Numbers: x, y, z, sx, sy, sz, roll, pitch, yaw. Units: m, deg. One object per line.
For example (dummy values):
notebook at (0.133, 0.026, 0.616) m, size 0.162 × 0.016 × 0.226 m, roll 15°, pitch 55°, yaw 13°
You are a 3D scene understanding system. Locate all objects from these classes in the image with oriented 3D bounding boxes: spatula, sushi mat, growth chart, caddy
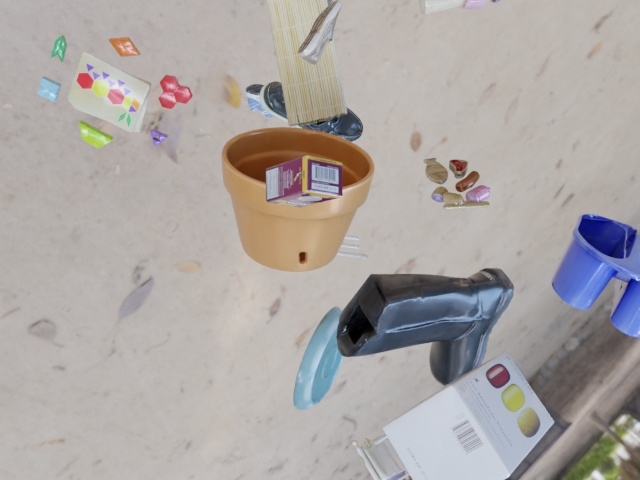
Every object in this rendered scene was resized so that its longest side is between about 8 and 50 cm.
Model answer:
spatula at (0.000, 0.000, 1.760) m, size 0.241 × 0.168 × 0.019 m, roll 6°, pitch 112°, yaw -10°
sushi mat at (-0.034, -0.428, 1.508) m, size 0.019 × 0.151 × 0.317 m, roll -16°, pitch 96°, yaw -68°
growth chart at (0.221, 0.568, 1.728) m, size 0.237 × 0.172 × 0.021 m, roll -11°, pitch 142°, yaw -24°
caddy at (0.632, 0.048, 1.375) m, size 0.341 × 0.241 × 0.179 m, roll -31°, pitch 147°, yaw -61°

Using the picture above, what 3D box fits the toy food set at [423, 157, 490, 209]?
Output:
toy food set at (0.176, -0.069, 0.839) m, size 0.077 × 0.122 × 0.019 m, roll -3°, pitch 126°, yaw 3°

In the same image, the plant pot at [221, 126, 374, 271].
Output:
plant pot at (-0.053, -0.075, 1.291) m, size 0.290 × 0.290 × 0.204 m, roll -21°, pitch 132°, yaw -40°

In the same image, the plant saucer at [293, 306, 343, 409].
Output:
plant saucer at (0.013, 0.348, 1.901) m, size 0.318 × 0.043 × 0.318 m, roll -56°, pitch 157°, yaw -39°

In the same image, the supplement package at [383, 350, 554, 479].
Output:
supplement package at (0.228, 0.275, 0.979) m, size 0.134 × 0.139 × 0.244 m, roll -40°, pitch 162°, yaw 28°

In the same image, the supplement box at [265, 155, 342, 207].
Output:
supplement box at (-0.020, -0.068, 0.770) m, size 0.054 × 0.083 × 0.043 m, roll 5°, pitch 81°, yaw -37°

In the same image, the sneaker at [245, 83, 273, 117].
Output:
sneaker at (-0.132, -0.424, 2.040) m, size 0.080 × 0.211 × 0.081 m, roll -51°, pitch 154°, yaw -45°

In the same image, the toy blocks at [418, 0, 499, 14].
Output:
toy blocks at (0.288, -0.602, 1.144) m, size 0.259 × 0.289 × 0.309 m, roll -14°, pitch 166°, yaw -4°

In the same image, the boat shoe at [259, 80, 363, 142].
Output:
boat shoe at (0.001, -0.364, 1.839) m, size 0.340 × 0.113 × 0.127 m, roll 23°, pitch 73°, yaw -30°

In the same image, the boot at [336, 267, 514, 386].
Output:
boot at (0.229, 0.233, 1.573) m, size 0.445 × 0.146 × 0.367 m, roll -5°, pitch 122°, yaw -41°

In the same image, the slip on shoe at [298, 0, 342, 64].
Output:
slip on shoe at (0.007, -0.407, 1.286) m, size 0.041 × 0.051 × 0.135 m, roll 36°, pitch 77°, yaw -29°

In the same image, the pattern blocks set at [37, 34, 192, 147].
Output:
pattern blocks set at (-0.499, -0.350, 1.567) m, size 0.285 × 0.324 × 0.026 m, roll -50°, pitch -165°, yaw 25°
